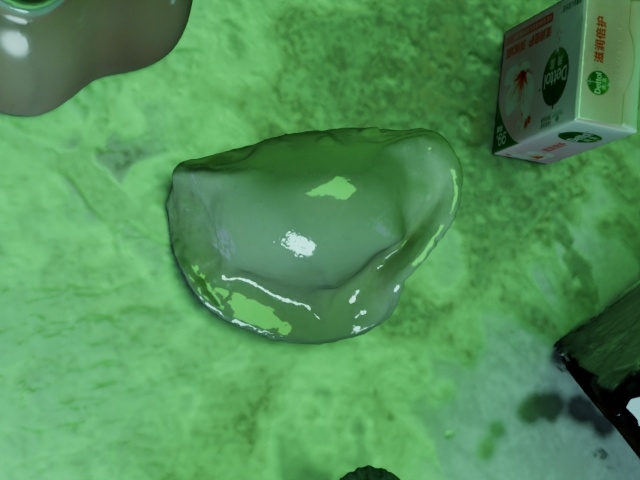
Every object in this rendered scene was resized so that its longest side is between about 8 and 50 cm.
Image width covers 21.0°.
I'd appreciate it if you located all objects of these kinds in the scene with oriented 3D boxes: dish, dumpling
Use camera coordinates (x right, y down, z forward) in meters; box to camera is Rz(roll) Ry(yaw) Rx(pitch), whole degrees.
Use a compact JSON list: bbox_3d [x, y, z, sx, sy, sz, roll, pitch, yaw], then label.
[{"bbox_3d":[-0.166,-0.185,1.020,0.213,0.090,0.213,2,83,-19],"label":"dish"},{"bbox_3d":[0.002,0.000,1.056,0.169,0.100,0.134,-12,101,-19],"label":"dumpling"}]

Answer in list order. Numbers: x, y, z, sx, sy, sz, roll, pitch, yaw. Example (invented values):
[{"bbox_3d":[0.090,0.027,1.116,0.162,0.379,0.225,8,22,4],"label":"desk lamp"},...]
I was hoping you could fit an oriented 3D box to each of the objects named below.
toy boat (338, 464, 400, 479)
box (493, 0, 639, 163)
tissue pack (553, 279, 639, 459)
[{"bbox_3d":[-0.065,0.255,1.004,0.121,0.089,0.321,46,73,-3],"label":"toy boat"},{"bbox_3d":[0.158,-0.103,1.109,0.043,0.125,0.089,9,79,-17],"label":"box"},{"bbox_3d":[0.346,0.162,1.084,0.210,0.198,0.370,-38,97,-1],"label":"tissue pack"}]
